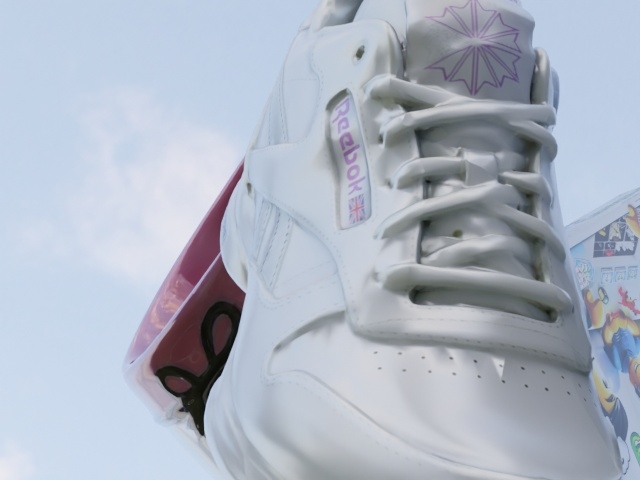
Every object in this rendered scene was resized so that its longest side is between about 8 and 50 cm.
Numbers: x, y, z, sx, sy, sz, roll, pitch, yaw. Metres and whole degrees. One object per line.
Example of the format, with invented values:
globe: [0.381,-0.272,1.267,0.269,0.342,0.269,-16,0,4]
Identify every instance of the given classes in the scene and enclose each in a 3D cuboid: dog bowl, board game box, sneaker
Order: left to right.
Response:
dog bowl: [0.000,0.000,1.146,0.150,0.408,0.408,33,-58,-8]
sneaker: [0.025,-0.006,0.494,0.114,0.305,0.152,9,-65,-16]
board game box: [0.234,0.076,1.177,0.053,0.305,0.193,-22,-89,35]
